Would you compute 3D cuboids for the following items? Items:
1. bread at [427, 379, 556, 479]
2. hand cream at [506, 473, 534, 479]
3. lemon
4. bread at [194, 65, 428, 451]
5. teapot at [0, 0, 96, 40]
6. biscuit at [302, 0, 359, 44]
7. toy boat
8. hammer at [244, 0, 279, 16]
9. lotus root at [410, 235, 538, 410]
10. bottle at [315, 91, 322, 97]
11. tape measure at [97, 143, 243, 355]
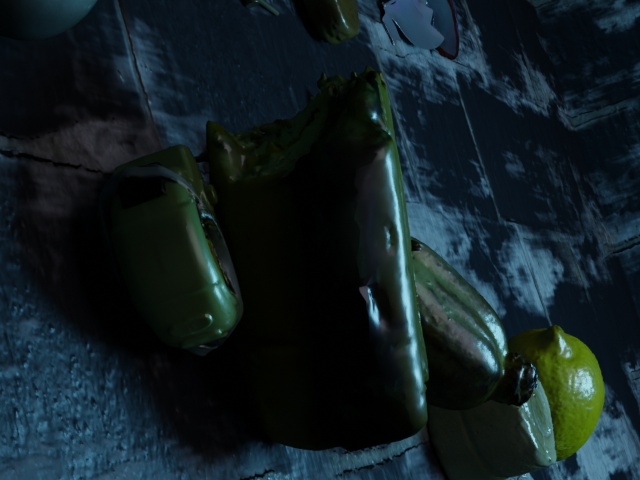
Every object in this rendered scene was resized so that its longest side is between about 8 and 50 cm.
[{"bbox_3d":[0.235,0.253,2.037,0.134,0.141,0.148,44,32,-53],"label":"bread"},{"bbox_3d":[0.309,0.396,2.239,0.257,0.050,0.084,58,26,-22],"label":"hand cream"},{"bbox_3d":[0.343,0.237,2.283,0.187,0.187,0.244,-62,161,-64],"label":"lemon"},{"bbox_3d":[0.002,0.033,1.511,0.251,0.208,0.376,-62,141,-73],"label":"bread"},{"bbox_3d":[-0.255,-0.271,1.283,0.294,0.129,0.193,-15,86,-70],"label":"teapot"},{"bbox_3d":[-0.068,-0.492,2.071,0.394,0.076,0.368,40,35,-59],"label":"biscuit"},{"bbox_3d":[0.183,-0.396,2.635,0.219,0.072,0.318,55,28,-28],"label":"toy boat"},{"bbox_3d":[-0.077,-0.311,1.953,0.110,0.019,0.035,25,49,-70],"label":"hammer"},{"bbox_3d":[0.132,0.108,1.836,0.309,0.173,0.173,42,26,-10],"label":"lotus root"},{"bbox_3d":[0.009,-0.163,2.008,0.030,0.030,0.083,49,29,-44],"label":"bottle"},{"bbox_3d":[-0.137,0.013,1.362,0.175,0.106,0.200,-19,92,-85],"label":"tape measure"}]
